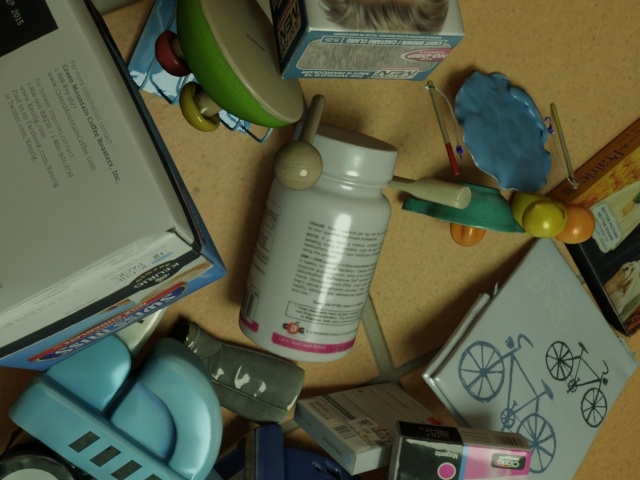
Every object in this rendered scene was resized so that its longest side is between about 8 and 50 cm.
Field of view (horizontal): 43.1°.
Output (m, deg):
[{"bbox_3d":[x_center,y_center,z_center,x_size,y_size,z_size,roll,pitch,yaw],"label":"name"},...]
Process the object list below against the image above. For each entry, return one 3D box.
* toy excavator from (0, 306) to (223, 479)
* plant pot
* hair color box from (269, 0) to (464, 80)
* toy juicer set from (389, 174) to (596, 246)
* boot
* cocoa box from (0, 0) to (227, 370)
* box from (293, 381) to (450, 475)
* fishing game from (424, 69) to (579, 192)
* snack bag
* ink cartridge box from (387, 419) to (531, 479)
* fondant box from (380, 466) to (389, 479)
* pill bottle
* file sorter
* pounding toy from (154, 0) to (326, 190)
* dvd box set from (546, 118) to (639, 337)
[{"bbox_3d":[-0.228,0.137,0.963,0.433,0.222,0.445,39,82,-9],"label":"toy excavator"},{"bbox_3d":[-0.079,0.414,1.123,0.236,0.236,0.212,-38,113,16],"label":"plant pot"},{"bbox_3d":[0.027,-0.349,0.860,0.173,0.105,0.347,-4,75,-20],"label":"hair color box"},{"bbox_3d":[0.224,-0.028,1.107,0.328,0.209,0.090,8,98,-25],"label":"toy juicer set"},{"bbox_3d":[-0.147,0.220,1.140,0.208,0.076,0.190,33,97,-36],"label":"boot"},{"bbox_3d":[-0.276,-0.082,0.773,0.231,0.228,0.347,-27,77,-2],"label":"cocoa box"},{"bbox_3d":[0.077,0.266,1.174,0.186,0.145,0.038,-4,114,-37],"label":"box"},{"bbox_3d":[0.249,-0.149,1.122,0.264,0.041,0.189,-3,72,-37],"label":"fishing game"},{"bbox_3d":[0.339,0.198,1.255,0.323,0.037,0.342,51,63,-17],"label":"snack bag"},{"bbox_3d":[0.167,0.434,1.099,0.175,0.069,0.371,6,101,-2],"label":"ink cartridge box"},{"bbox_3d":[0.156,0.492,1.264,0.096,0.238,0.330,26,99,-30],"label":"fondant box"},{"bbox_3d":[0.000,0.000,1.055,0.160,0.160,0.283,8,107,-24],"label":"pill bottle"},{"bbox_3d":[-0.126,-0.201,0.958,0.170,0.104,0.118,21,102,-28],"label":"file sorter"},{"bbox_3d":[-0.097,-0.163,0.850,0.110,0.183,0.237,-26,126,20],"label":"pounding toy"},{"bbox_3d":[0.591,-0.078,1.319,0.420,0.062,0.308,-38,119,-4],"label":"dvd box set"}]
